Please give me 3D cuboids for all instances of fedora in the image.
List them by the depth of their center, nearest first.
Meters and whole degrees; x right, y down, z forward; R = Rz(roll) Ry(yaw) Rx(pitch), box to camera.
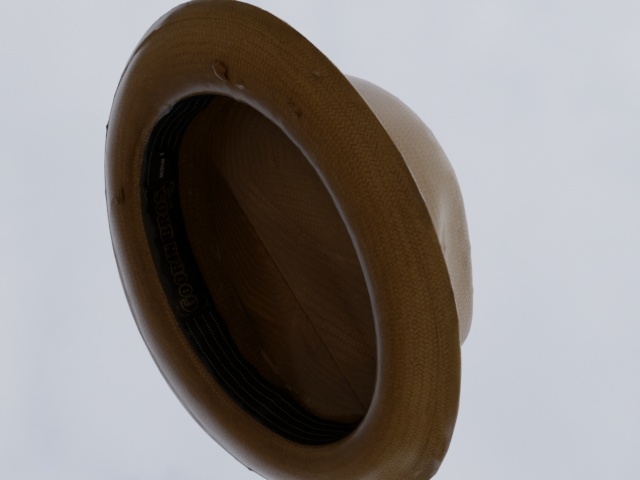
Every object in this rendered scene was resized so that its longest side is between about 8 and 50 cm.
[{"bbox_3d":[0.000,0.000,0.663,0.194,0.079,0.194,24,-56,41],"label":"fedora"}]
